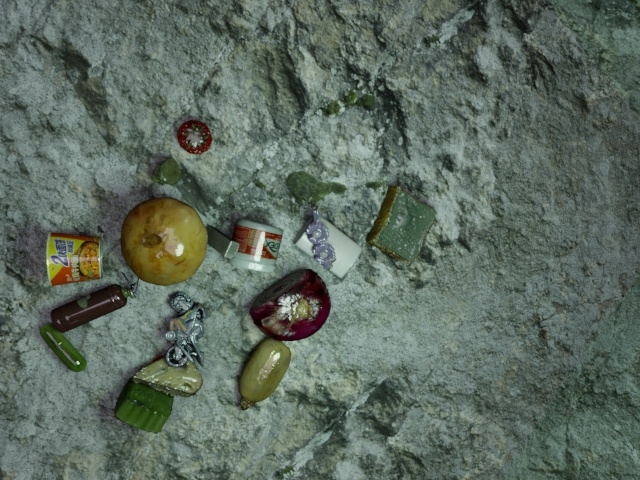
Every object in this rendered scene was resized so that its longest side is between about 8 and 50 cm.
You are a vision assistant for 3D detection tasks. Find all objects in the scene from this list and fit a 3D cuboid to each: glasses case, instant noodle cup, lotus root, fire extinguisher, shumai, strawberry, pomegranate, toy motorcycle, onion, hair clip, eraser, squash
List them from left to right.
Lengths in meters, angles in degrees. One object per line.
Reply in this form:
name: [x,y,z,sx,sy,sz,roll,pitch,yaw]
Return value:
squash: [-0.999,0.420,1.698,0.066,0.066,0.229,-36,102,-11]
instant noodle cup: [-0.911,0.067,1.633,0.174,0.213,0.213,-1,95,-25]
fire extinguisher: [-0.858,0.226,1.701,0.344,0.102,0.138,-25,99,-13]
shumai: [-0.623,-0.268,1.748,0.087,0.124,0.099,-11,123,24]
pomegranate: [-0.586,0.001,1.677,0.338,0.338,0.338,-1,95,-16]
lotus root: [-0.606,0.543,1.781,0.260,0.074,0.170,30,53,-13]
toy motorcycle: [-0.540,0.364,1.788,0.173,0.108,0.307,3,80,-15]
strawberry: [-0.505,-0.418,1.761,0.145,0.086,0.145,-2,96,-14]
glasses case: [-0.403,0.005,1.762,0.047,0.205,0.071,23,93,-45]
lotus root: [-0.251,0.578,1.876,0.169,0.151,0.343,32,82,-15]
onion: [-0.112,0.294,1.840,0.336,0.282,0.260,-37,106,-24]
hair clip: [0.000,0.000,1.854,0.106,0.084,0.292,-10,109,10]
eraser: [0.035,0.023,1.945,0.270,0.095,0.174,37,89,-14]

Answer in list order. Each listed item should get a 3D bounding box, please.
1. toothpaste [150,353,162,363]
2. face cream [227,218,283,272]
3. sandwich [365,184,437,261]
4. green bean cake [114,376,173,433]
toothpaste: [-0.628,0.559,1.832,0.048,0.031,0.190,-43,101,-6]
face cream: [-0.268,0.020,1.802,0.201,0.201,0.187,13,90,-16]
sandwich: [0.382,-0.064,2.036,0.271,0.099,0.301,26,86,-16]
green bean cake: [-0.695,0.647,1.724,0.200,0.214,0.113,30,90,-16]
